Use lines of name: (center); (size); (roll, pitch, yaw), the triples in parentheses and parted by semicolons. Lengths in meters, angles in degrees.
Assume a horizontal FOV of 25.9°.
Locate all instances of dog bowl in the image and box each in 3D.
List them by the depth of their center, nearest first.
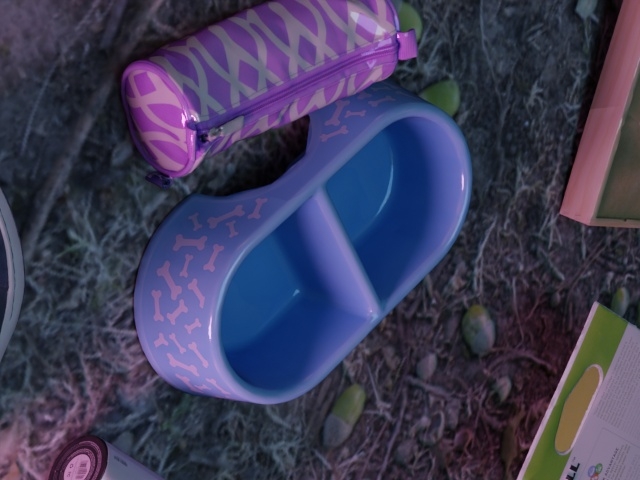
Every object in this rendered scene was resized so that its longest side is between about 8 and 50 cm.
dog bowl: (0.000, 0.000, 1.023); (0.297, 0.074, 0.166); (-44, 127, -24)

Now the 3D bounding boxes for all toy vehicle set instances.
toy vehicle set: (0.319, -0.141, 1.268); (0.166, 0.035, 0.266); (3, 108, -42)

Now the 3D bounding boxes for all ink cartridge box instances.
ink cartridge box: (0.253, 0.168, 1.285); (0.255, 0.097, 0.188); (30, 82, -41)

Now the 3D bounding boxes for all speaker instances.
speaker: (-0.126, 0.189, 0.981); (0.136, 0.055, 0.055); (43, 73, -41)

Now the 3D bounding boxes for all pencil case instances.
pencil case: (-0.037, -0.114, 0.945); (0.206, 0.088, 0.086); (-31, 124, -32)

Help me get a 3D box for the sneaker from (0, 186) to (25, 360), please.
sneaker: (-0.242, 0.067, 0.775); (0.163, 0.086, 0.226); (-26, 126, -74)
